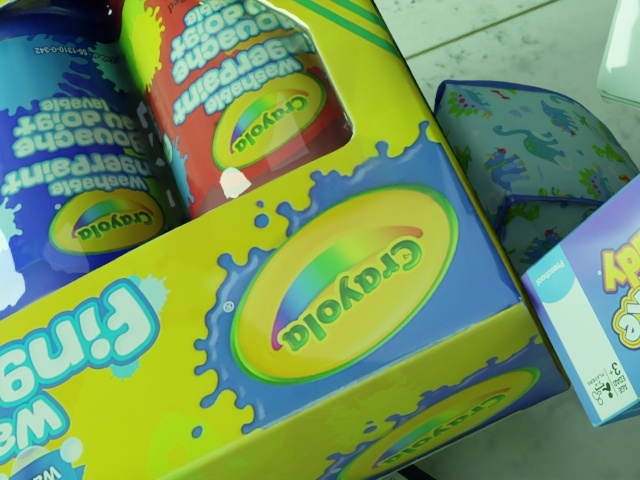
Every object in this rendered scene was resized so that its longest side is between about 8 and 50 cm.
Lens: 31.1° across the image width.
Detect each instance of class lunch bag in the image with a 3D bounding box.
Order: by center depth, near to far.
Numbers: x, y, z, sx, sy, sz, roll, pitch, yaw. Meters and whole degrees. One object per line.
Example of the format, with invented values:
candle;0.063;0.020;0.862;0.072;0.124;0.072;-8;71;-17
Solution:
lunch bag;0.153;-0.036;0.764;0.151;0.096;0.129;-1;45;-21

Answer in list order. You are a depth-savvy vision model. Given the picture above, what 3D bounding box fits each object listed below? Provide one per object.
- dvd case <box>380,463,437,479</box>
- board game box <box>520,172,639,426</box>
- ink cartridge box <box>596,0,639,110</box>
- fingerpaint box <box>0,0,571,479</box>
dvd case;-0.002;0.220;0.653;0.164;0.018;0.221;29;66;36
board game box;0.294;-0.030;0.512;0.347;0.233;0.078;-8;64;-33
ink cartridge box;0.298;-0.184;0.659;0.129;0.223;0.307;22;23;30
fingerpaint box;-0.141;0.009;0.682;0.445;0.163;0.371;-27;62;8
